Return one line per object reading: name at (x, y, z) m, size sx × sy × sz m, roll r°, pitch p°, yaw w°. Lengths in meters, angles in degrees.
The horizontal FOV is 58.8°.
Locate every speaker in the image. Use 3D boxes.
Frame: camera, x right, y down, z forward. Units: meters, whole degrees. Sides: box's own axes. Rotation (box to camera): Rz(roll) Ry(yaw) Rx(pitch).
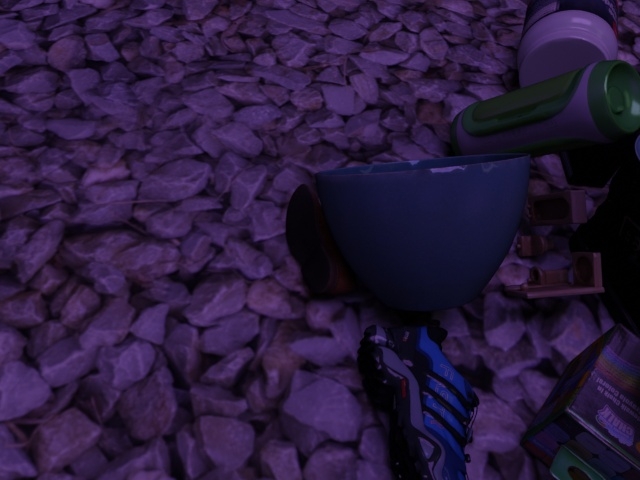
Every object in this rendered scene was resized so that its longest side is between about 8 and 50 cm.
speaker at (0.358, -0.198, 0.935) m, size 0.131 × 0.296 × 0.131 m, roll 2°, pitch 86°, yaw -32°

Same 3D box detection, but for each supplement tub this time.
supplement tub at (0.519, -0.421, 1.194) m, size 0.191 × 0.191 × 0.272 m, roll 19°, pitch 53°, yaw 5°

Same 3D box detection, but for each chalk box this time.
chalk box at (0.356, 0.238, 0.712) m, size 0.132 × 0.132 × 0.213 m, roll 39°, pitch 58°, yaw 18°

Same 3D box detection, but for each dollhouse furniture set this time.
dollhouse furniture set at (0.330, 0.004, 0.875) m, size 0.123 × 0.144 × 0.151 m, roll -4°, pitch 90°, yaw -12°

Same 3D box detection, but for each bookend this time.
bookend at (0.514, -0.209, 1.057) m, size 0.072 × 0.157 × 0.156 m, roll 7°, pitch 53°, yaw -5°

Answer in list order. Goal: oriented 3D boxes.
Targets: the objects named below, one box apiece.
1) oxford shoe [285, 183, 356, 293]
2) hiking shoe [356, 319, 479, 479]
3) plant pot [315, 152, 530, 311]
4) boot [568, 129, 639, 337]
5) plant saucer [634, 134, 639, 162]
oxford shoe at (0.000, 0.000, 0.884) m, size 0.076 × 0.076 × 0.212 m, roll 15°, pitch 43°, yaw -37°
hiking shoe at (0.148, 0.227, 0.695) m, size 0.132 × 0.113 × 0.304 m, roll -8°, pitch 55°, yaw -14°
plant pot at (0.147, -0.012, 0.801) m, size 0.290 × 0.290 × 0.195 m, roll -9°, pitch 99°, yaw -15°
boot at (0.521, 0.029, 0.811) m, size 0.131 × 0.260 × 0.348 m, roll -18°, pitch 58°, yaw -20°
plant saucer at (0.469, -0.104, 0.738) m, size 0.119 × 0.021 × 0.119 m, roll -2°, pitch 51°, yaw 2°
